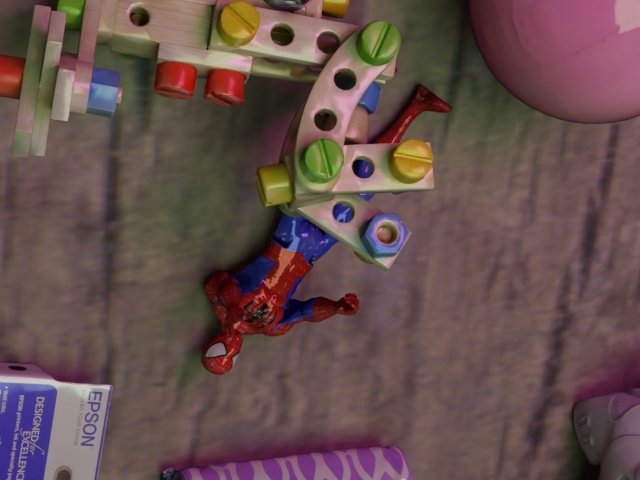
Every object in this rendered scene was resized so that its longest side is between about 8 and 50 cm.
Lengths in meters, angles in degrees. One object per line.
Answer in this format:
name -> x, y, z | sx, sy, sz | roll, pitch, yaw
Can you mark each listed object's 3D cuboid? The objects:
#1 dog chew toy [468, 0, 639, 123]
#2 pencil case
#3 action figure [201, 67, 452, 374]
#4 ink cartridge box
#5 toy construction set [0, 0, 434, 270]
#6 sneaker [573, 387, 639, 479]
dog chew toy -> 0.165, -0.250, 1.444 | 0.206, 0.206, 0.332 | -37, 108, -3
pencil case -> -0.024, 0.219, 1.604 | 0.206, 0.086, 0.088 | -4, 144, -15
action figure -> 0.000, 0.000, 1.508 | 0.091, 0.139, 0.280 | 32, 99, -24
ink cartridge box -> -0.279, 0.193, 1.526 | 0.208, 0.045, 0.206 | 6, 106, -19
toy construction set -> -0.075, -0.111, 1.395 | 0.327, 0.151, 0.215 | 12, 78, -23
sneaker -> 0.277, 0.261, 1.696 | 0.137, 0.210, 0.366 | 7, 140, -20
